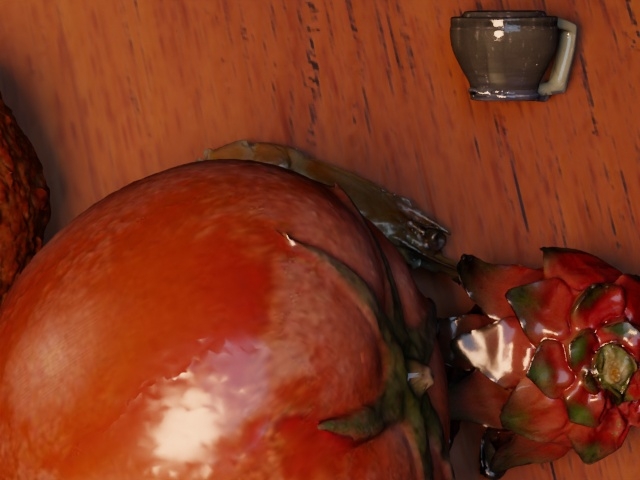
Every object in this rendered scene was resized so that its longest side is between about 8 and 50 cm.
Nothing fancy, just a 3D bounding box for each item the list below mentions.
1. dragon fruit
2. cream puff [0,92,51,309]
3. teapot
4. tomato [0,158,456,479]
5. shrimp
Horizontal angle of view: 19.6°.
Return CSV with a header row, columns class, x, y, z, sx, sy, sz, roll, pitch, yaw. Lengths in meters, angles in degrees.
class,x,y,z,sx,sy,sz,roll,pitch,yaw
dragon fruit,0.134,0.070,1.069,0.142,0.121,0.130,7,70,16
cream puff,-0.263,-0.018,0.989,0.240,0.164,0.240,1,65,-2
teapot,0.120,-0.112,1.132,0.088,0.066,0.057,-6,100,-34
tomato,-0.056,0.095,0.960,0.265,0.265,0.265,2,79,-10
shrimp,0.000,0.000,1.094,0.180,0.041,0.099,15,78,-8
